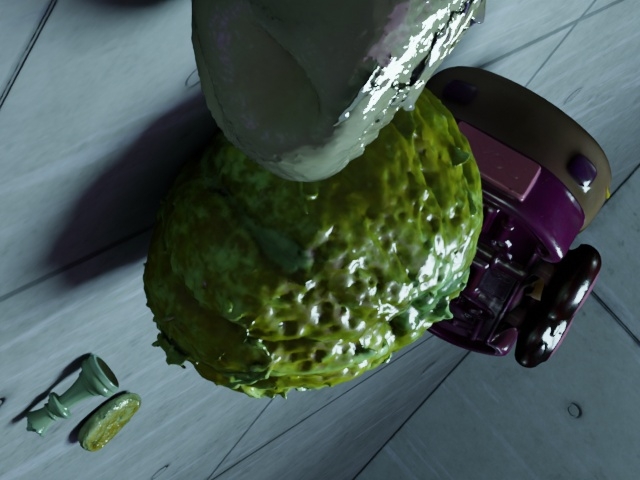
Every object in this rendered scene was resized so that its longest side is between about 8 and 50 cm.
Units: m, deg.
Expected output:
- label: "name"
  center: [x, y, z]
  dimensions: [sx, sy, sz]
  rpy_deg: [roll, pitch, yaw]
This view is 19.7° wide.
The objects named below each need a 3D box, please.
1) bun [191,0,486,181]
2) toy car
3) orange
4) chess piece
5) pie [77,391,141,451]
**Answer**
- label: "bun"
  center: [0.021, -0.166, 1.109]
  dimensions: [0.273, 0.168, 0.273]
  rpy_deg: [-51, 177, -4]
- label: "toy car"
  center: [0.165, -0.051, 1.785]
  dimensions: [0.240, 0.271, 0.341]
  rpy_deg: [-56, 174, -24]
- label: "orange"
  center: [0.000, 0.000, 1.474]
  dimensions: [0.301, 0.223, 0.300]
  rpy_deg: [-22, 151, -56]
- label: "chess piece"
  center: [-0.233, 0.146, 1.688]
  dimensions: [0.093, 0.042, 0.042]
  rpy_deg: [-35, 168, 5]
- label: "pie"
  center: [-0.218, 0.186, 1.900]
  dimensions: [0.084, 0.021, 0.084]
  rpy_deg: [-40, 163, -14]
